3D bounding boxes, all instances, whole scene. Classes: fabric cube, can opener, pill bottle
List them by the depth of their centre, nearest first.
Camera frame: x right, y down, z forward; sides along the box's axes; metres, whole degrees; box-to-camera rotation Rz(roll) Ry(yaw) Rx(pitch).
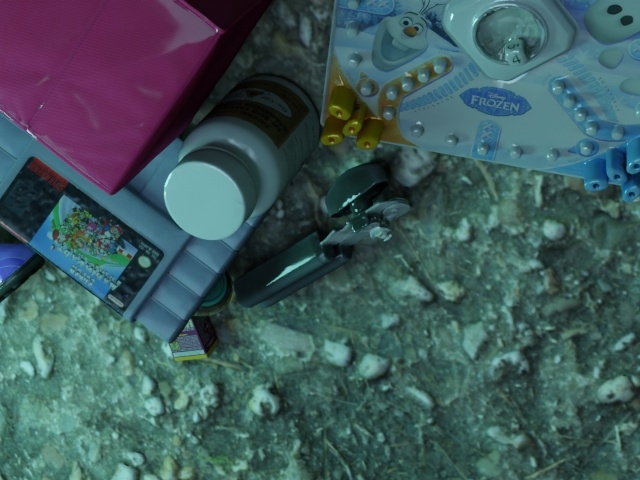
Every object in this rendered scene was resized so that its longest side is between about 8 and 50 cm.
[{"bbox_3d":[-0.231,-0.261,1.742,0.259,0.254,0.258,38,122,-1],"label":"fabric cube"},{"bbox_3d":[-0.096,-0.098,1.802,0.131,0.229,0.131,10,121,16],"label":"pill bottle"},{"bbox_3d":[0.000,0.000,1.929,0.280,0.074,0.093,-36,67,32],"label":"can opener"}]

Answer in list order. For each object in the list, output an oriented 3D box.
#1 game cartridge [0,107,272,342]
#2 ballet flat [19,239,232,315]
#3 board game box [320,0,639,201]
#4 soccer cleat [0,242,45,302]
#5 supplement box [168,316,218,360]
[{"bbox_3d":[-0.269,-0.057,1.921,0.355,0.068,0.230,36,89,4],"label":"game cartridge"},{"bbox_3d":[-0.276,0.012,2.020,0.348,0.123,0.123,28,125,4],"label":"ballet flat"},{"bbox_3d":[0.204,-0.223,1.630,0.389,0.050,0.390,11,135,3],"label":"board game box"},{"bbox_3d":[-0.491,0.039,2.072,0.318,0.108,0.116,-16,111,53],"label":"soccer cleat"},{"bbox_3d":[-0.184,0.120,2.074,0.055,0.043,0.083,-7,116,25],"label":"supplement box"}]
